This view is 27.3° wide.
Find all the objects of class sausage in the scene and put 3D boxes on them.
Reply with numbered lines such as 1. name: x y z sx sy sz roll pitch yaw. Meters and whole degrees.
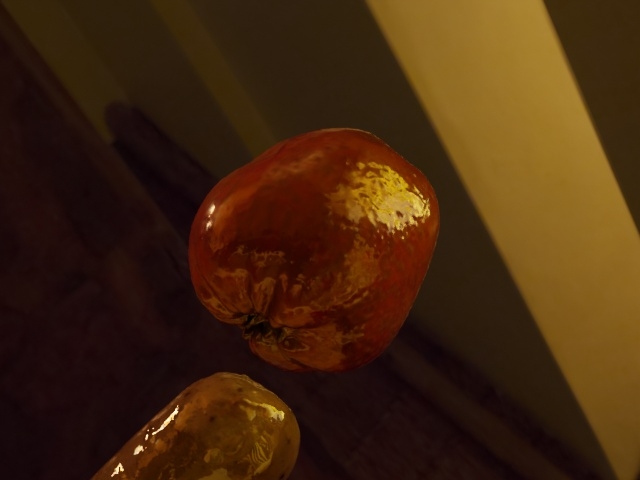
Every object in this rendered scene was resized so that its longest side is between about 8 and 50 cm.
1. sausage: -0.198 0.290 1.164 0.501 0.123 0.136 -46 -178 26

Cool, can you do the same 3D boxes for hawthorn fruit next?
1. hawthorn fruit: 0.000 0.000 0.731 0.133 0.132 0.138 11 -126 43
